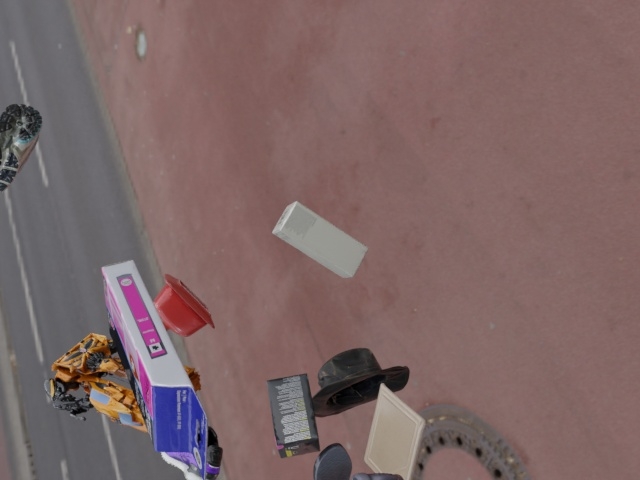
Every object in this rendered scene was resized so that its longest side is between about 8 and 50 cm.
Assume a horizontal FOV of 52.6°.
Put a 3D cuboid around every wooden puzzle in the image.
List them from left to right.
[{"bbox_3d":[0.189,0.505,1.624,0.239,0.044,0.220,-147,66,-66],"label":"wooden puzzle"}]

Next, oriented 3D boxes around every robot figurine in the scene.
[{"bbox_3d":[-0.395,0.269,1.275,0.291,0.211,0.085,15,124,20],"label":"robot figurine"}]

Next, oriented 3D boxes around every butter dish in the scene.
[{"bbox_3d":[-0.334,0.169,1.499,0.160,0.118,0.160,46,173,-11],"label":"butter dish"}]

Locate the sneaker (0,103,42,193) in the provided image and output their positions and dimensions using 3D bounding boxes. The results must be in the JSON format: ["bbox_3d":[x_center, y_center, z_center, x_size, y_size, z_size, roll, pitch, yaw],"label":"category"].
[{"bbox_3d":[-0.713,-0.168,1.456,0.122,0.110,0.283,-50,14,57],"label":"sneaker"}]

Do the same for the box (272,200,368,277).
[{"bbox_3d":[0.000,0.000,1.986,0.113,0.275,0.094,-60,15,-16],"label":"box"}]

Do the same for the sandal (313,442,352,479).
[{"bbox_3d":[0.028,0.600,1.614,0.054,0.097,0.254,-128,29,-55],"label":"sandal"}]

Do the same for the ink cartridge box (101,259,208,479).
[{"bbox_3d":[-0.281,0.213,1.083,0.371,0.069,0.175,49,143,39],"label":"ink cartridge box"}]

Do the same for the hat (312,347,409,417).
[{"bbox_3d":[0.094,0.404,1.935,0.331,0.331,0.134,-55,44,43],"label":"hat"}]

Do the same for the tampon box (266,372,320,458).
[{"bbox_3d":[-0.064,0.421,1.553,0.120,0.102,0.161,85,174,-57],"label":"tampon box"}]

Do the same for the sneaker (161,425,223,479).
[{"bbox_3d":[-0.366,0.610,1.915,0.293,0.102,0.146,8,76,53],"label":"sneaker"}]

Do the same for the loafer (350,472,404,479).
[{"bbox_3d":[0.094,0.559,1.281,0.109,0.095,0.302,-115,27,-45],"label":"loafer"}]
